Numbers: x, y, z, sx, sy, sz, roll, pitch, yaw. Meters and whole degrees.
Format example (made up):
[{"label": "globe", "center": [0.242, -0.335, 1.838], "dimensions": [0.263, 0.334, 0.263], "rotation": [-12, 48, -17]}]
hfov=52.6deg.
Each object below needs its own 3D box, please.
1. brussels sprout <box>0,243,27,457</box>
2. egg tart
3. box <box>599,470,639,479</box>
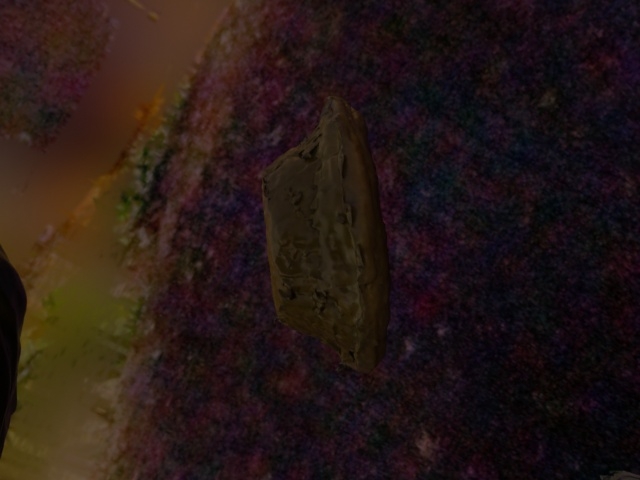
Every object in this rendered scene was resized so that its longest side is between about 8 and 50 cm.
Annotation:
[{"label": "brussels sprout", "center": [-0.336, 0.100, 0.445], "dimensions": [0.344, 0.268, 0.344], "rotation": [165, 90, -75]}, {"label": "egg tart", "center": [0.000, -0.001, 0.775], "dimensions": [0.341, 0.132, 0.342], "rotation": [175, 90, -87]}, {"label": "box", "center": [0.485, 0.505, 0.876], "dimensions": [0.264, 0.105, 0.337], "rotation": [151, 103, -69]}]
